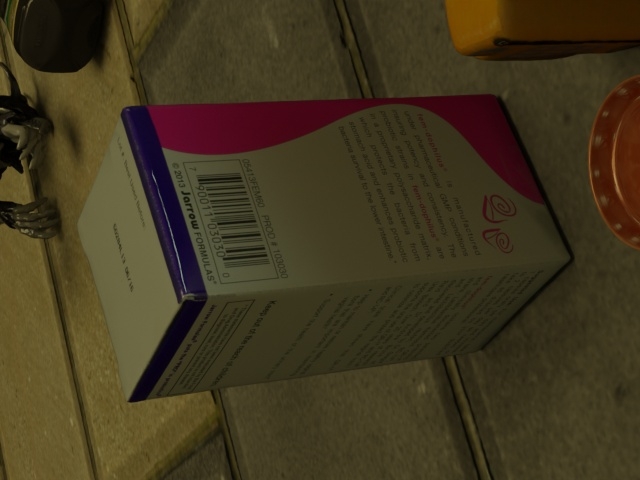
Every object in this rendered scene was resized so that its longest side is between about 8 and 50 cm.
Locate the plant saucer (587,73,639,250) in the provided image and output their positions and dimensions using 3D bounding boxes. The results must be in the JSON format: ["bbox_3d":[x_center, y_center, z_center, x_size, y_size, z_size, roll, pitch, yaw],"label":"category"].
[{"bbox_3d":[0.157,-0.036,0.649,0.083,0.013,0.083,13,105,60],"label":"plant saucer"}]

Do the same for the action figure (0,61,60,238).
[{"bbox_3d":[-0.334,-0.060,1.412,0.164,0.141,0.275,80,-154,-54],"label":"action figure"}]

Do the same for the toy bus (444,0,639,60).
[{"bbox_3d":[0.080,-0.249,0.655,0.130,0.108,0.332,-9,87,62],"label":"toy bus"}]

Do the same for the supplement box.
[{"bbox_3d":[0.000,0.000,0.727,0.114,0.220,0.111,-56,46,51],"label":"supplement box"}]

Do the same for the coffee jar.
[{"bbox_3d":[-0.269,-0.237,1.323,0.184,0.079,0.096,54,136,45],"label":"coffee jar"}]
